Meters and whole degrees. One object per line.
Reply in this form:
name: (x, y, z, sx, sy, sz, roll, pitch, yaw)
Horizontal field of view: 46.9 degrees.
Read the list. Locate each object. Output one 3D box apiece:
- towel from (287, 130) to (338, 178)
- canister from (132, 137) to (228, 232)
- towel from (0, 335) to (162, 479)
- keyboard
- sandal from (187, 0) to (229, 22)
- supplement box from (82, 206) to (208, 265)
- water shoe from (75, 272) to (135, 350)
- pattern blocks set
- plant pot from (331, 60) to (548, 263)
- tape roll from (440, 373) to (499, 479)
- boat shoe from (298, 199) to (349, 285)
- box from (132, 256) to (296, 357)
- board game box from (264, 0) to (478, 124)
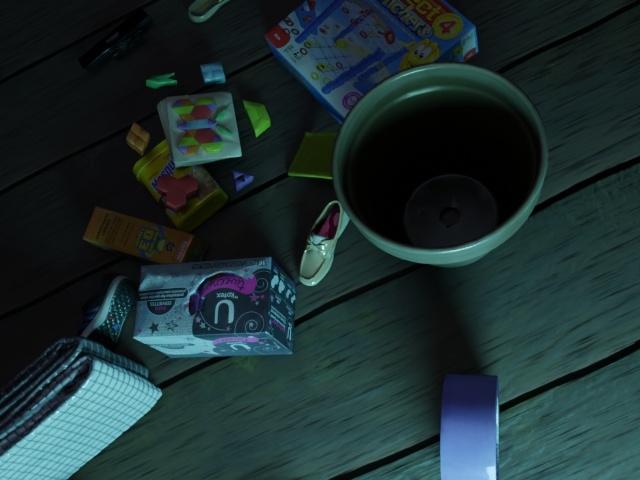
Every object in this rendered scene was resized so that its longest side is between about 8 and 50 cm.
towel: (0.027, -0.161, 1.379, 0.237, 0.021, 0.102, 10, 69, 51)
canister: (-0.279, -0.113, 1.480, 0.126, 0.073, 0.170, -40, 67, -3)
towel: (-0.452, 0.303, 1.288, 0.284, 0.235, 0.121, -41, 62, -3)
keyboard: (-0.459, -0.445, 1.679, 0.192, 0.038, 0.100, -40, 42, -1)
sandal: (-0.230, -0.561, 1.643, 0.180, 0.049, 0.072, -45, 66, -4)
supplement box: (-0.344, 0.002, 1.453, 0.234, 0.080, 0.078, 15, 77, 17)
water shoe: (-0.431, 0.159, 1.434, 0.080, 0.073, 0.203, 14, 69, 42)
pattern blocks set: (-0.241, -0.224, 1.479, 0.286, 0.026, 0.324, -21, 64, -18)
plant pot: (0.207, -0.087, 1.227, 0.323, 0.280, 0.323, -5, 70, 14)
tape roll: (0.231, 0.300, 1.129, 0.080, 0.189, 0.188, -1, 70, 15)
boat shoe: (0.000, 0.000, 1.371, 0.063, 0.059, 0.170, 18, 76, 20)
box: (-0.184, 0.126, 1.317, 0.247, 0.163, 0.142, -5, 68, 14)
board game box: (0.098, -0.394, 1.474, 0.302, 0.086, 0.308, -41, 66, -2)
